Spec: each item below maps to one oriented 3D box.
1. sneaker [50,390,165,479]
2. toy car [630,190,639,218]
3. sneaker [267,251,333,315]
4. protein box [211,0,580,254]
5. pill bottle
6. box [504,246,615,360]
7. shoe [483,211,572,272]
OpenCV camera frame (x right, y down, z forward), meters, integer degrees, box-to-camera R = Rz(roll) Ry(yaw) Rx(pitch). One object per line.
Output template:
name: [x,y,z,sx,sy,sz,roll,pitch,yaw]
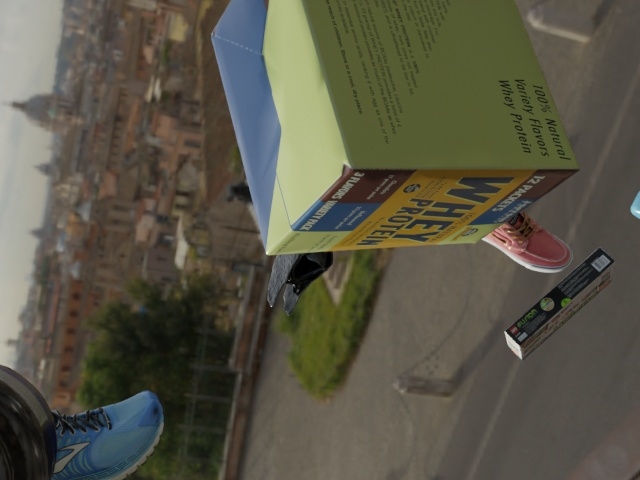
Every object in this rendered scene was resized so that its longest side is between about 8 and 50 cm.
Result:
sneaker: [-0.195,0.155,0.691,0.063,0.162,0.073,28,136,54]
toy car: [0.622,-0.081,1.312,0.238,0.210,0.219,28,94,36]
sneaker: [-0.002,-0.001,1.022,0.170,0.051,0.089,-45,35,23]
protein box: [0.051,-0.108,0.689,0.136,0.201,0.200,-43,57,52]
pill bottle: [-0.215,0.129,0.511,0.219,0.123,0.123,156,122,-75]
box: [0.394,0.107,1.485,0.036,0.207,0.114,48,177,24]
shoe: [0.291,-0.015,1.334,0.063,0.178,0.081,-57,-17,-14]
